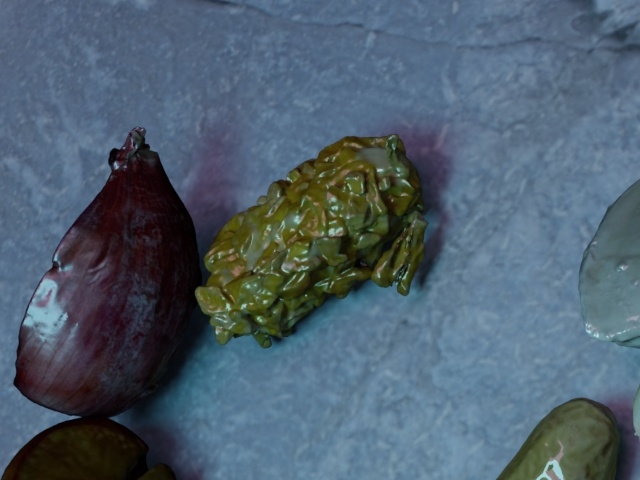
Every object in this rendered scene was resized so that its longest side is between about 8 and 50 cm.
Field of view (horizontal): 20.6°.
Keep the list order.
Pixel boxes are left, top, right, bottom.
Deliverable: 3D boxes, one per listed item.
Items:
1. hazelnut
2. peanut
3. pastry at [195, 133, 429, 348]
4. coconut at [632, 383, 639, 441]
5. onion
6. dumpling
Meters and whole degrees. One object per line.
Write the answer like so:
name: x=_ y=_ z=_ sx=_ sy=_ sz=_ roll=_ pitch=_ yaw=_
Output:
hazelnut: x=-0.211 y=0.268 z=1.607 sx=0.178 sy=0.178 sz=0.204 roll=-38 pitch=81 yaw=13
peanut: x=0.182 y=0.206 z=1.417 sx=0.080 sy=0.080 sz=0.174 roll=36 pitch=93 yaw=41
pastry: x=0.000 y=0.000 z=1.631 sx=0.250 sy=0.102 sz=0.154 roll=-34 pitch=40 yaw=20
coconut: x=0.312 y=0.122 z=1.324 sx=0.147 sy=0.153 sz=0.147 roll=5 pitch=50 yaw=-6
onion: x=-0.178 y=0.038 z=1.659 sx=0.120 sy=0.227 sz=0.284 roll=17 pitch=96 yaw=13
dumpling: x=0.287 y=0.016 z=1.428 sx=0.176 sy=0.092 sz=0.150 roll=-40 pitch=53 yaw=10
